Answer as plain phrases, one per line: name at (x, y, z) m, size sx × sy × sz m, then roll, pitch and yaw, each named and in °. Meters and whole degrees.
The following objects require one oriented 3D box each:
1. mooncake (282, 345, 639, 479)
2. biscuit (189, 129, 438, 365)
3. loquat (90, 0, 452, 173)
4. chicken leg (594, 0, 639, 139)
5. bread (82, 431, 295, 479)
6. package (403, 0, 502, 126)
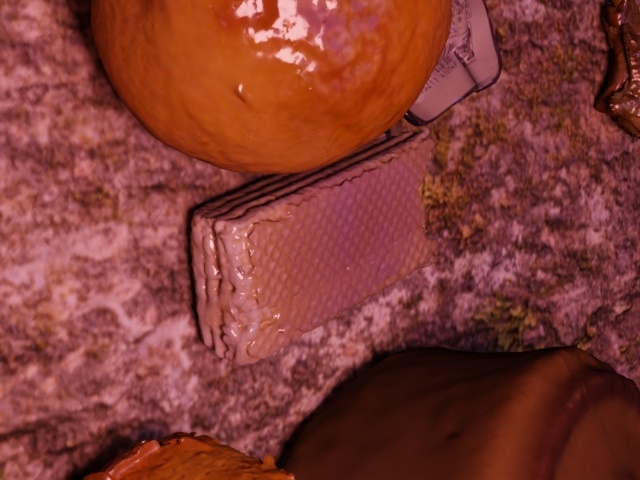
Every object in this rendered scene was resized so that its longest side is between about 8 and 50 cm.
mooncake at (0.132, 0.274, 1.301) m, size 0.394 × 0.246 × 0.393 m, roll 21°, pitch 73°, yaw -57°
biscuit at (0.000, 0.000, 1.214) m, size 0.239 × 0.062 × 0.108 m, roll -26°, pitch 119°, yaw -47°
loquat at (-0.028, -0.149, 1.036) m, size 0.238 × 0.193 × 0.238 m, roll 2°, pitch 88°, yaw -55°
chicken leg at (0.282, -0.171, 1.565) m, size 0.093 × 0.070 × 0.178 m, roll -27°, pitch 110°, yaw -42°
bread at (-0.096, 0.258, 1.056) m, size 0.147 × 0.160 × 0.260 m, roll -6°, pitch 107°, yaw -47°
package at (0.073, -0.201, 1.218) m, size 0.166 × 0.040 × 0.232 m, roll -40°, pitch 121°, yaw -51°
